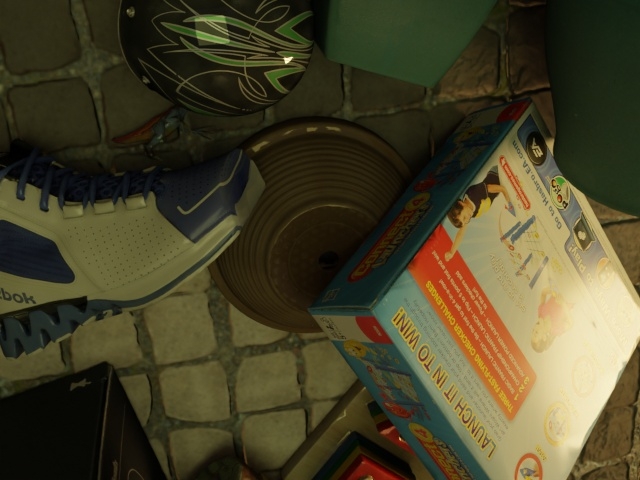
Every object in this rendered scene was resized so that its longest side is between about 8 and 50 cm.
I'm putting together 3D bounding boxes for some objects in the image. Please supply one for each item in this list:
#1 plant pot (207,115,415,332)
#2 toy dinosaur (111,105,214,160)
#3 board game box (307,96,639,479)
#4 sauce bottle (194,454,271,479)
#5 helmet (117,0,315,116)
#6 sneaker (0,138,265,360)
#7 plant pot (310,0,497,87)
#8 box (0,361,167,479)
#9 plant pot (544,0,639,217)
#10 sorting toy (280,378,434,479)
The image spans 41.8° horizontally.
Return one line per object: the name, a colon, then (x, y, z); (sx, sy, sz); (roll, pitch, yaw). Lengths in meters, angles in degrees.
plant pot: (0.000, 0.000, 0.848); (0.238, 0.109, 0.237); (-3, 110, -9)
toy dinosaur: (-0.148, -0.118, 0.815); (0.090, 0.047, 0.082); (23, 87, -7)
board game box: (0.178, 0.073, 0.832); (0.302, 0.086, 0.308); (-49, 116, -30)
sauce bottle: (-0.016, 0.388, 0.987); (0.111, 0.111, 0.344); (-41, 114, 6)
helmet: (-0.089, -0.186, 0.732); (0.170, 0.161, 0.169); (-3, 111, -9)
sneaker: (-0.225, -0.022, 0.766); (0.316, 0.127, 0.182); (-26, 110, 20)
plant pot: (0.079, -0.269, 0.738); (0.166, 0.165, 0.234); (13, 113, -14)
box: (-0.241, 0.384, 0.850); (0.212, 0.293, 0.395); (-19, 112, -3)
plant pot: (0.320, -0.166, 0.728); (0.272, 0.271, 0.255); (-6, 130, -8)
sorting toy: (0.133, 0.265, 0.981); (0.257, 0.089, 0.255); (35, 101, -20)
